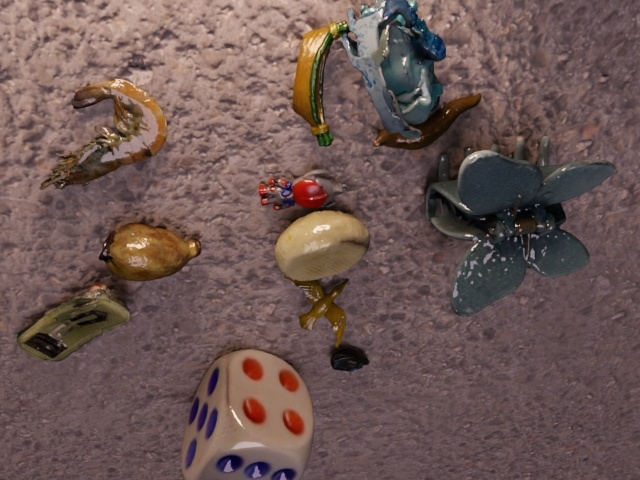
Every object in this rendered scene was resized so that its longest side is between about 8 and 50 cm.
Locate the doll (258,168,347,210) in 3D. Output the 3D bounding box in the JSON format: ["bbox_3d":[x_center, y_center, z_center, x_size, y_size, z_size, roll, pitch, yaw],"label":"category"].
[{"bbox_3d":[-0.037,-0.106,1.089,0.194,0.062,0.104,-5,113,3],"label":"doll"}]

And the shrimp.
[{"bbox_3d":[-0.447,-0.202,0.965,0.295,0.058,0.169,-24,117,3],"label":"shrimp"}]

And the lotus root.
[{"bbox_3d":[-0.367,0.026,1.082,0.213,0.138,0.139,2,124,-21],"label":"lotus root"}]

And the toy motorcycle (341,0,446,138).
[{"bbox_3d":[0.144,-0.314,0.903,0.154,0.206,0.260,-2,135,39],"label":"toy motorcycle"}]

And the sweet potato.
[{"bbox_3d":[0.226,-0.236,1.043,0.249,0.059,0.069,-22,112,1],"label":"sweet potato"}]

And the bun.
[{"bbox_3d":[0.000,0.000,1.135,0.222,0.128,0.222,-16,154,-8],"label":"bun"}]

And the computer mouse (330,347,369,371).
[{"bbox_3d":[0.082,0.338,1.418,0.135,0.047,0.079,25,130,-36],"label":"computer mouse"}]

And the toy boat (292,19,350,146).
[{"bbox_3d":[0.000,-0.296,0.936,0.088,0.089,0.230,14,111,9],"label":"toy boat"}]

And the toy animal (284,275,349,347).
[{"bbox_3d":[0.008,0.153,1.265,0.219,0.155,0.095,46,144,11],"label":"toy animal"}]

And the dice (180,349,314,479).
[{"bbox_3d":[-0.198,0.506,1.332,0.276,0.304,0.304,26,116,-23],"label":"dice"}]

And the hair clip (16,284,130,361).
[{"bbox_3d":[-0.583,0.187,1.188,0.321,0.091,0.138,-26,133,23],"label":"hair clip"}]

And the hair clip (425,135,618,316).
[{"bbox_3d":[0.399,-0.079,1.066,0.318,0.238,0.393,-11,125,-2],"label":"hair clip"}]
